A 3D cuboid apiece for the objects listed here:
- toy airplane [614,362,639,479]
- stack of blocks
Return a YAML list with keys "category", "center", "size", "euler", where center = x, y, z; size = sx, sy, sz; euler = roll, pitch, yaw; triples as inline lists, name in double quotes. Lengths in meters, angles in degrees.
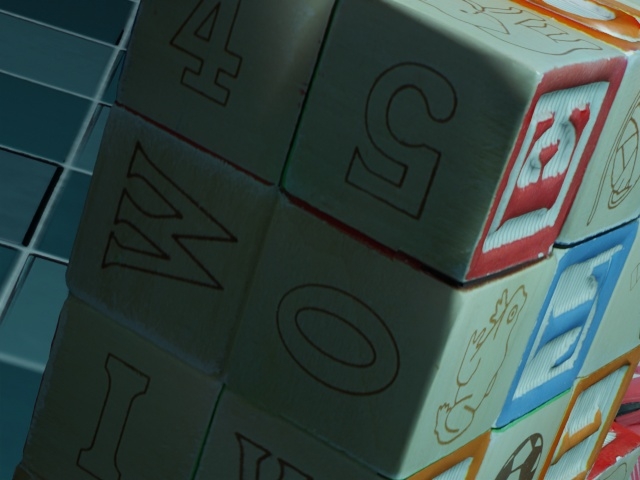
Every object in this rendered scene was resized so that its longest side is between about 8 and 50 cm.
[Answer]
- category: "toy airplane"
  center: [0.166, 0.072, 0.832]
  size: [0.151, 0.151, 0.028]
  euler: [35, -6, 36]
- category: "stack of blocks"
  center: [0.006, 0.069, 0.451]
  size: [0.087, 0.297, 0.171]
  euler: [28, 24, 24]
